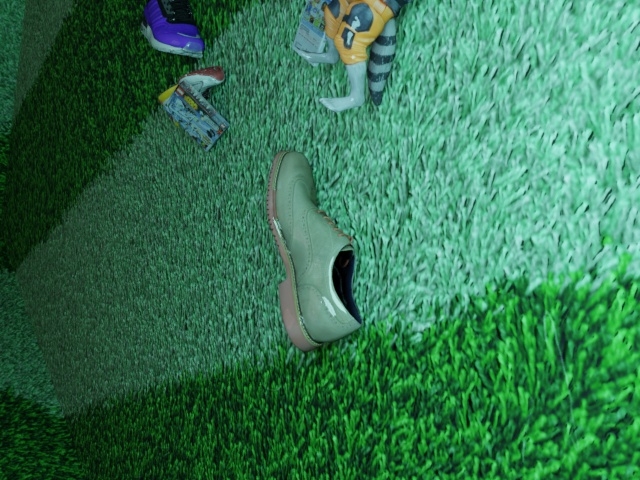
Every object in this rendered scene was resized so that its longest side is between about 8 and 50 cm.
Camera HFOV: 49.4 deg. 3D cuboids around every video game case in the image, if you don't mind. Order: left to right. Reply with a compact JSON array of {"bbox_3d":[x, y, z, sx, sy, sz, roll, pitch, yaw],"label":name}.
[{"bbox_3d":[-0.009,-0.378,1.217,0.087,0.011,0.122,51,129,43],"label":"video game case"}]

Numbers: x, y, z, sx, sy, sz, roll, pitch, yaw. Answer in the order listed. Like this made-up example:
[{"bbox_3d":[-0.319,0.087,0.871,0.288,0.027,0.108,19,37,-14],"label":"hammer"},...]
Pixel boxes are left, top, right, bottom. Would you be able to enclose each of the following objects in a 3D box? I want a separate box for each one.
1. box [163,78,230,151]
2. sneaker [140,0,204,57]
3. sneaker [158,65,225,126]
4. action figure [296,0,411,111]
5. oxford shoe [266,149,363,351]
[{"bbox_3d":[-0.269,-0.269,1.509,0.137,0.027,0.094,46,139,-6],"label":"box"},{"bbox_3d":[-0.346,-0.528,1.624,0.293,0.102,0.146,45,124,46],"label":"sneaker"},{"bbox_3d":[-0.275,-0.322,1.555,0.225,0.088,0.092,-18,98,52],"label":"sneaker"},{"bbox_3d":[0.085,-0.383,1.010,0.330,0.178,0.341,-59,15,28],"label":"action figure"},{"bbox_3d":[0.000,0.000,1.144,0.130,0.123,0.348,-19,71,26],"label":"oxford shoe"}]
